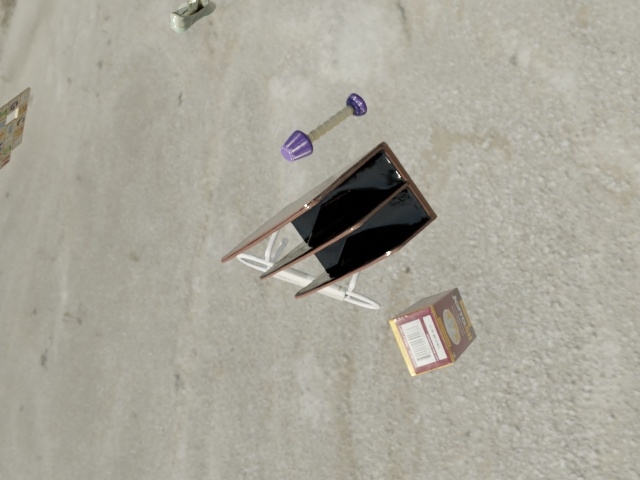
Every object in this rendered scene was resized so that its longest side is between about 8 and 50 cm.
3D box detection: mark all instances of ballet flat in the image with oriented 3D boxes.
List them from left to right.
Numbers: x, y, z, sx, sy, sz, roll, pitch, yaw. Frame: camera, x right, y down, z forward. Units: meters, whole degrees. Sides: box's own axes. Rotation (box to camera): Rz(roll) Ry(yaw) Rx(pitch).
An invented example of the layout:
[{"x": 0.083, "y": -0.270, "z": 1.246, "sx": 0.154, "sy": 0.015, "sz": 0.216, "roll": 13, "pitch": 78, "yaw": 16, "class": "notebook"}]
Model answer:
[{"x": -0.377, "y": -0.693, "z": 2.147, "sx": 0.213, "sy": 0.072, "sz": 0.068, "roll": -56, "pitch": -25, "yaw": -43, "class": "ballet flat"}]

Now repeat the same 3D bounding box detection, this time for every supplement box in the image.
[{"x": 0.201, "y": 0.156, "z": 1.258, "sx": 0.081, "sy": 0.188, "sz": 0.104, "roll": -23, "pitch": 87, "yaw": 25, "class": "supplement box"}]

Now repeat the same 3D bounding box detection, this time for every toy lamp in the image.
[{"x": 0.006, "y": -0.302, "z": 1.935, "sx": 0.275, "sy": 0.080, "sz": 0.080, "roll": -40, "pitch": 14, "yaw": -26, "class": "toy lamp"}]

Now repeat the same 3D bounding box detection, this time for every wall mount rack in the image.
[{"x": -0.011, "y": 0.055, "z": 1.698, "sx": 0.304, "sy": 0.350, "sz": 0.130, "roll": 98, "pitch": -167, "yaw": -79, "class": "wall mount rack"}]

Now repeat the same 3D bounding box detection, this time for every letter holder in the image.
[{"x": 0.000, "y": 0.000, "z": 1.188, "sx": 0.214, "sy": 0.152, "sz": 0.302, "roll": -39, "pitch": 6, "yaw": -39, "class": "letter holder"}]

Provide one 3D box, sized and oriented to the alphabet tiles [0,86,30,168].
[{"x": -0.768, "y": -0.233, "z": 1.709, "sx": 0.237, "sy": 0.009, "sz": 0.198, "roll": -55, "pitch": 4, "yaw": 46, "class": "alphabet tiles"}]
